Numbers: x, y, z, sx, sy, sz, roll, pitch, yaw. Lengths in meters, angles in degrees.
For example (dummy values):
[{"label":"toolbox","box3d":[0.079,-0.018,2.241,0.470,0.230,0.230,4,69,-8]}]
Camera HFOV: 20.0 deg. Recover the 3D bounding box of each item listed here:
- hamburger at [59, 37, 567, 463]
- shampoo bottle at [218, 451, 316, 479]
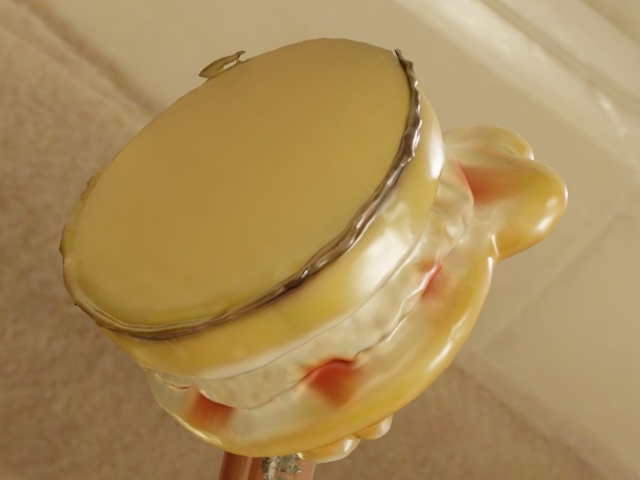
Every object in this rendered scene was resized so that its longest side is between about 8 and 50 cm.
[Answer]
[{"label":"hamburger","box3d":[0.000,0.000,1.195,0.303,0.186,0.261,-44,-143,-5]},{"label":"shampoo bottle","box3d":[-0.051,0.229,1.569,0.085,0.085,0.244,0,-102,54]}]
